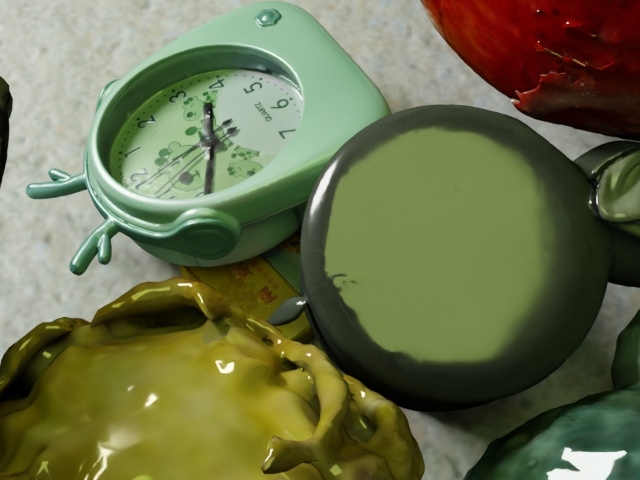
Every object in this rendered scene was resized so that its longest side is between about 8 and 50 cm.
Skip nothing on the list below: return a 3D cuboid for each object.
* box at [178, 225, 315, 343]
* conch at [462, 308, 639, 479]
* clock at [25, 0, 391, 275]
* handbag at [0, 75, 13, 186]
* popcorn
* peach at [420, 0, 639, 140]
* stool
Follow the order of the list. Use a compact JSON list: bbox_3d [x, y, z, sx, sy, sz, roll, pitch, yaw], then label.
[{"bbox_3d":[0.000,0.000,0.858,0.155,0.023,0.087,-38,69,-17],"label":"box"},{"bbox_3d":[0.195,0.113,0.717,0.220,0.195,0.277,25,89,45],"label":"conch"},{"bbox_3d":[-0.070,-0.052,0.849,0.211,0.066,0.159,-28,49,-8],"label":"clock"},{"bbox_3d":[-0.301,0.087,0.670,0.327,0.162,0.325,-23,53,31],"label":"handbag"},{"bbox_3d":[-0.072,0.140,0.690,0.250,0.190,0.250,-12,55,17],"label":"popcorn"},{"bbox_3d":[0.206,-0.214,0.784,0.370,0.370,0.370,-1,61,1],"label":"peach"},{"bbox_3d":[0.089,0.019,0.761,0.228,0.139,0.153,6,78,0],"label":"stool"}]
